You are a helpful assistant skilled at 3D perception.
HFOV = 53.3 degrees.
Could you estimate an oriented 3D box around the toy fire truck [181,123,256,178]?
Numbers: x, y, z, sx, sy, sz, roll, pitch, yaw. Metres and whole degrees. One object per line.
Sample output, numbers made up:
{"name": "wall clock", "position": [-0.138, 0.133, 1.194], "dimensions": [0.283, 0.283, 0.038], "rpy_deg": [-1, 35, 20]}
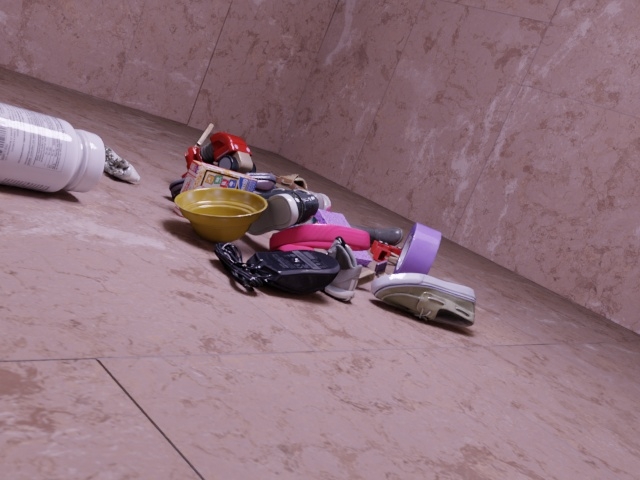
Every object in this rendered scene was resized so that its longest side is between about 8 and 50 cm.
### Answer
{"name": "toy fire truck", "position": [-0.321, -0.268, 1.931], "dimensions": [0.158, 0.217, 0.246], "rpy_deg": [4, 62, -60]}

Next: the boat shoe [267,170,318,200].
{"name": "boat shoe", "position": [-0.098, -0.174, 2.293], "dimensions": [0.122, 0.120, 0.324], "rpy_deg": [41, 4, -41]}

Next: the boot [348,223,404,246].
{"name": "boot", "position": [0.166, -0.027, 2.259], "dimensions": [0.190, 0.076, 0.209], "rpy_deg": [-10, -20, 38]}

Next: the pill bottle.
{"name": "pill bottle", "position": [-0.601, -0.185, 1.303], "dimensions": [0.160, 0.160, 0.283], "rpy_deg": [30, 12, 37]}

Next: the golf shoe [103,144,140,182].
{"name": "golf shoe", "position": [-0.574, -0.206, 1.793], "dimensions": [0.176, 0.069, 0.086], "rpy_deg": [34, -5, 38]}

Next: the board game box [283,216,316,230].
{"name": "board game box", "position": [-0.203, -0.126, 2.066], "dimensions": [0.254, 0.079, 0.336], "rpy_deg": [15, 13, -37]}

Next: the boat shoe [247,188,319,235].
{"name": "boat shoe", "position": [-0.114, -0.073, 1.617], "dimensions": [0.091, 0.114, 0.303], "rpy_deg": [-14, 12, -33]}

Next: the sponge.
{"name": "sponge", "position": [0.069, -0.011, 1.971], "dimensions": [0.117, 0.031, 0.210], "rpy_deg": [12, 38, -46]}

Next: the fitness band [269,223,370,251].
{"name": "fitness band", "position": [0.000, 0.000, 1.644], "dimensions": [0.209, 0.054, 0.291], "rpy_deg": [-11, -12, 37]}

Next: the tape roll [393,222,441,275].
{"name": "tape roll", "position": [0.288, 0.046, 1.915], "dimensions": [0.080, 0.188, 0.189], "rpy_deg": [22, 10, 0]}

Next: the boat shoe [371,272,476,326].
{"name": "boat shoe", "position": [0.269, 0.151, 1.596], "dimensions": [0.303, 0.109, 0.094], "rpy_deg": [10, 57, -22]}

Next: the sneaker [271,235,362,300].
{"name": "sneaker", "position": [-0.001, 0.038, 1.503], "dimensions": [0.229, 0.132, 0.086], "rpy_deg": [26, 11, 16]}

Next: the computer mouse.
{"name": "computer mouse", "position": [-0.085, 0.070, 1.374], "dimensions": [0.272, 0.072, 0.188], "rpy_deg": [1, 22, -32]}

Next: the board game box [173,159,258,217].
{"name": "board game box", "position": [-0.275, -0.119, 1.692], "dimensions": [0.194, 0.146, 0.045], "rpy_deg": [13, 15, -45]}

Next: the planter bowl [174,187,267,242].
{"name": "planter bowl", "position": [-0.237, -0.053, 1.521], "dimensions": [0.217, 0.090, 0.217], "rpy_deg": [5, 22, -2]}

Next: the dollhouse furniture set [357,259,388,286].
{"name": "dollhouse furniture set", "position": [0.144, 0.123, 1.652], "dimensions": [0.114, 0.091, 0.081], "rpy_deg": [-18, 47, -30]}

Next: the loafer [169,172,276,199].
{"name": "loafer", "position": [-0.268, -0.131, 1.794], "dimensions": [0.303, 0.095, 0.109], "rpy_deg": [-6, -17, -16]}

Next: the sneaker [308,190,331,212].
{"name": "sneaker", "position": [-0.074, -0.149, 2.429], "dimensions": [0.252, 0.102, 0.111], "rpy_deg": [20, 9, 35]}

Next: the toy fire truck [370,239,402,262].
{"name": "toy fire truck", "position": [0.242, 0.049, 2.198], "dimensions": [0.192, 0.047, 0.135], "rpy_deg": [17, 12, -32]}
